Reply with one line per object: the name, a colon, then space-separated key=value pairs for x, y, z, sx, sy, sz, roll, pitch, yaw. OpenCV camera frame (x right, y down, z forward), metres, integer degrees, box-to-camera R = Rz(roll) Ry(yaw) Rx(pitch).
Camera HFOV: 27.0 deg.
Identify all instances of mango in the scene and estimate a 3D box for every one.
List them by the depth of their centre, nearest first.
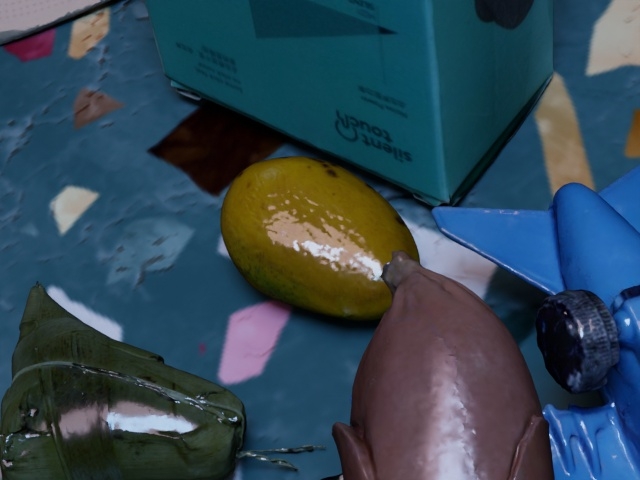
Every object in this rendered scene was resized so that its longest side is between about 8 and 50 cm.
mango: x=0.000 y=0.000 z=0.667 sx=0.114 sy=0.057 sz=0.079 roll=34 pitch=63 yaw=28

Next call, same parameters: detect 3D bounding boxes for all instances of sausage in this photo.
sausage: x=0.043 y=0.209 z=0.441 sx=0.087 sy=0.088 sz=0.433 roll=-3 pitch=72 yaw=13

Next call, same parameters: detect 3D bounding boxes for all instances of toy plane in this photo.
toy plane: x=0.151 y=0.073 z=0.553 sx=0.254 sy=0.105 sz=0.271 roll=-14 pitch=49 yaw=-12

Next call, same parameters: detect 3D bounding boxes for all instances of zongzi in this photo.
zongzi: x=-0.077 y=0.062 z=0.652 sx=0.154 sy=0.062 sz=0.130 roll=-6 pitch=43 yaw=3

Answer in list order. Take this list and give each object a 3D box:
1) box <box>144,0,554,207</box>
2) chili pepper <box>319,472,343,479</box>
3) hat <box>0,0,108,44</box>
box: x=0.001 y=-0.187 z=0.637 sx=0.205 sy=0.311 sz=0.118 roll=27 pitch=58 yaw=30
chili pepper: x=0.054 y=0.196 z=0.513 sx=0.088 sy=0.059 sz=0.227 roll=-51 pitch=52 yaw=29
hat: x=-0.188 y=-0.244 z=0.844 sx=0.244 sy=0.149 sz=0.214 roll=-19 pitch=53 yaw=-12
